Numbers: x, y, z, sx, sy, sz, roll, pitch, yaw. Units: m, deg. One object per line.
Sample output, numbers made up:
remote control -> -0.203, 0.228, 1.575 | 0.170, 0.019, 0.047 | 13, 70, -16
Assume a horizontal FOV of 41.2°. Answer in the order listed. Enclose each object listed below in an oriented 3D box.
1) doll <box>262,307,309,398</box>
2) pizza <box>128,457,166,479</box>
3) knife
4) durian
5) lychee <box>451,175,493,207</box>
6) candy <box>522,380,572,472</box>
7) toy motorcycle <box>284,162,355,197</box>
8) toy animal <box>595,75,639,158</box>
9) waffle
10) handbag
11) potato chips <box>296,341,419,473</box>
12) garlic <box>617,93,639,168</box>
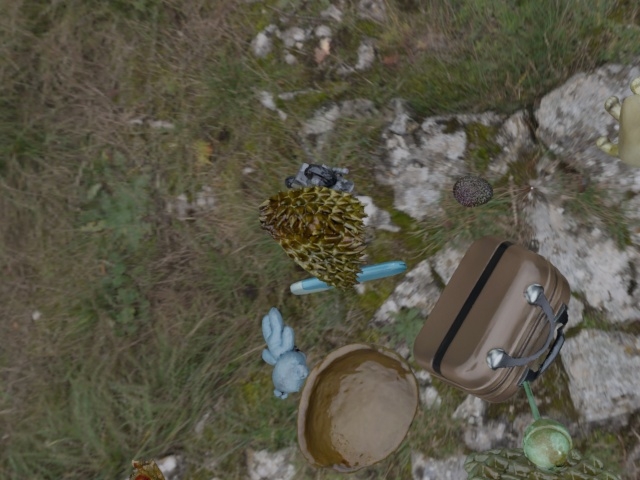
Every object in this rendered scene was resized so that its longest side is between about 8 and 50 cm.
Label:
doll -> -0.069, 0.227, 1.736 | 0.120, 0.075, 0.179 | -51, 42, 44
pizza -> -0.239, 0.382, 1.141 | 0.062, 0.199, 0.188 | -33, 72, 16
knife -> 0.047, 0.064, 1.520 | 0.222, 0.064, 0.031 | -13, 76, 21
durian -> 0.000, 0.000, 1.296 | 0.139, 0.252, 0.144 | 4, 83, 39
lychee -> 0.292, -0.093, 1.645 | 0.083, 0.067, 0.068 | -8, 132, 23
candy -> 0.267, 0.218, 1.048 | 0.061, 0.202, 0.061 | 1, 104, 5
toy motorcycle -> 0.014, -0.102, 1.739 | 0.152, 0.225, 0.073 | 27, 78, -13
toy animal -> 0.659, -0.233, 1.734 | 0.121, 0.233, 0.168 | -31, 67, -13
waffle -> 0.430, 0.463, 1.630 | 0.309, 0.292, 0.056 | 0, 100, 1
handbag -> 0.339, 0.154, 1.581 | 0.149, 0.283, 0.301 | 36, 85, -31
potato chips -> 0.047, 0.236, 1.242 | 0.195, 0.062, 0.208 | -22, 112, -8
garlic -> 0.270, -0.088, 0.715 | 0.041, 0.083, 0.053 | -10, 124, 9
